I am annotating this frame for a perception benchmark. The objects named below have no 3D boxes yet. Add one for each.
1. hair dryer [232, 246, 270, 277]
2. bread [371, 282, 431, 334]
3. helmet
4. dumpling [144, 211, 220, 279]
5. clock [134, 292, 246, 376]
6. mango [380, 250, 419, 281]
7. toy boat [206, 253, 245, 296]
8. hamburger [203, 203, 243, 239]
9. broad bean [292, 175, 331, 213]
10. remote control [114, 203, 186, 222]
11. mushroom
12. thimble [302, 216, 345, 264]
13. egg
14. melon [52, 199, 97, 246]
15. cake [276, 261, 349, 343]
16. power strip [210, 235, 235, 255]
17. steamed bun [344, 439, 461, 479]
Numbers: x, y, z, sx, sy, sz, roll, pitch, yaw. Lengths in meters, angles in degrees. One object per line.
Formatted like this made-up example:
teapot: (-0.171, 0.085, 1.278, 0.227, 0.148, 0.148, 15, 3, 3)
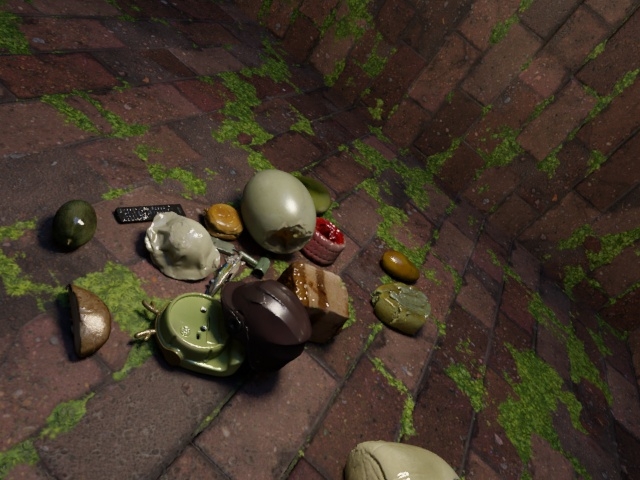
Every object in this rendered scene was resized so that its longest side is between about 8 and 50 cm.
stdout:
hair dryer: (-0.255, 0.067, 1.677, 0.150, 0.047, 0.071, 36, 35, -8)
bread: (0.331, 0.274, 1.915, 0.257, 0.124, 0.186, 18, 39, -25)
helmet: (-0.142, 0.219, 1.344, 0.306, 0.177, 0.225, 61, 24, -4)
dumpling: (-0.445, 0.026, 1.490, 0.258, 0.147, 0.193, 37, 64, -11)
clock: (-0.362, 0.251, 1.327, 0.307, 0.096, 0.235, 18, 39, -25)
mango: (0.379, 0.125, 2.164, 0.227, 0.099, 0.136, 31, 27, -26)
toy boat: (-0.324, 0.123, 1.538, 0.066, 0.084, 0.210, 31, 44, -2)
hamburger: (-0.359, -0.072, 1.720, 0.147, 0.083, 0.138, 12, 37, -38)
broad bean: (-0.072, -0.209, 2.116, 0.291, 0.119, 0.238, 0, 40, -46)
remote control: (-0.578, -0.092, 1.592, 0.245, 0.025, 0.063, -9, 56, -48)
mushroom: (-0.595, 0.195, 1.198, 0.094, 0.072, 0.210, 14, 40, -45)
thimble: (0.006, 0.002, 1.933, 0.189, 0.125, 0.163, 37, 31, -1)
egg: (-0.166, -0.124, 1.783, 0.278, 0.278, 0.336, 8, 46, -37)
melon: (-0.708, -0.048, 1.340, 0.114, 0.114, 0.167, 19, 36, -26)
cake: (-0.014, 0.226, 1.593, 0.292, 0.199, 0.196, 21, 35, -25)
power strip: (-0.371, 0.015, 1.661, 0.136, 0.019, 0.051, 21, 39, -23)
steamed bun: (0.229, 0.661, 1.240, 0.290, 0.272, 0.274, 17, 38, -34)
